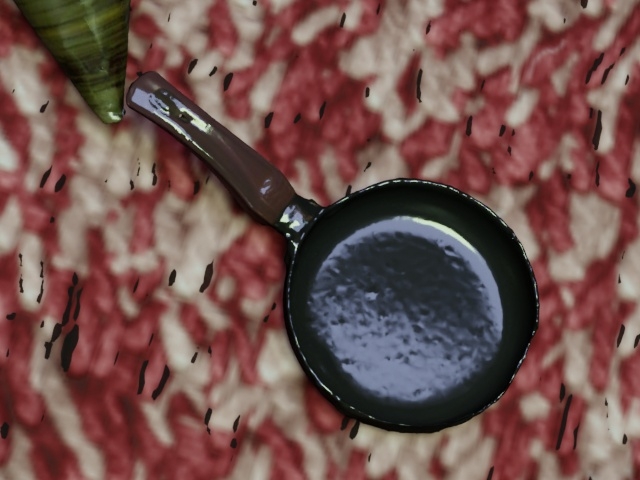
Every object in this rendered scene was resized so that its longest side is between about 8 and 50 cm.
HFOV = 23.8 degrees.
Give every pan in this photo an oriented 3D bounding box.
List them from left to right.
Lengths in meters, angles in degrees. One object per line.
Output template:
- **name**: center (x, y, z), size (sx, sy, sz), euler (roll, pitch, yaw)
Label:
- **pan**: center (-0.001, 0.000, 0.671), size (0.212, 0.040, 0.115), euler (37, 70, -4)

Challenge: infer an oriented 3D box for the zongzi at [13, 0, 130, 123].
- **zongzi**: center (-0.080, -0.212, 0.710), size (0.247, 0.111, 0.241), euler (-38, 100, -25)
